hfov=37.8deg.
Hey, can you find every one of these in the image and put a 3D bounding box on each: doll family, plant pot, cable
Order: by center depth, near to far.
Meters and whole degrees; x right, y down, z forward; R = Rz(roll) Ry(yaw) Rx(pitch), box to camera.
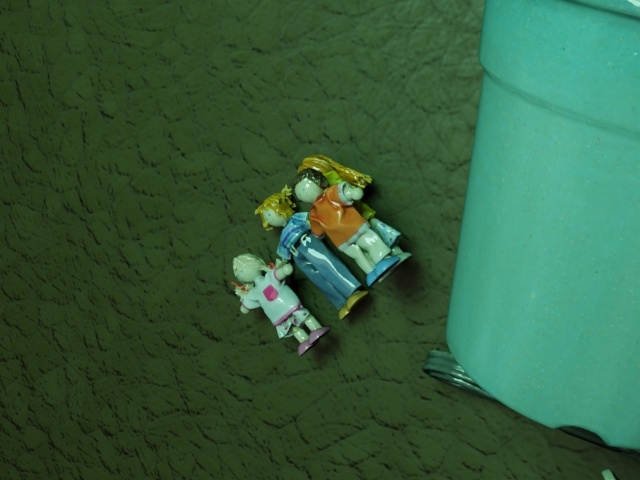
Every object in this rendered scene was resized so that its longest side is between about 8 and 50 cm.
[{"bbox_3d":[0.261,-0.037,0.760,0.341,0.341,0.334,22,116,27],"label":"plant pot"},{"bbox_3d":[0.241,0.152,0.932,0.287,0.139,0.072,17,82,48],"label":"cable"},{"bbox_3d":[0.000,0.000,1.045,0.163,0.118,0.263,49,136,9],"label":"doll family"}]

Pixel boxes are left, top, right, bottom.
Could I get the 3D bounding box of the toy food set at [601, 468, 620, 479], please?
[{"bbox_3d":[0.433,0.221,0.791,0.306,0.092,0.219,-32,108,28],"label":"toy food set"}]
